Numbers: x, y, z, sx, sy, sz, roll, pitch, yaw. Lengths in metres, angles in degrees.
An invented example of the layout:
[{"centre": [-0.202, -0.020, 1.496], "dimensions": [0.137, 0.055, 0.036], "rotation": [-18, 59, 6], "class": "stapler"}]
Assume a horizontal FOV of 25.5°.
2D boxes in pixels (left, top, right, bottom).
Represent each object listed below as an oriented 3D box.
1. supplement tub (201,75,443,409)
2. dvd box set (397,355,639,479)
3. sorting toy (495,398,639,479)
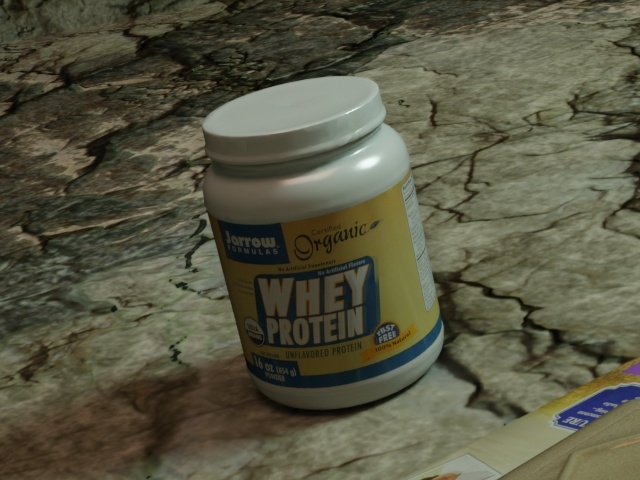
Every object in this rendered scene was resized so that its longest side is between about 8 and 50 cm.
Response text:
[{"centre": [0.000, 0.000, 0.977], "dimensions": [0.144, 0.199, 0.144], "rotation": [-12, 21, 4], "class": "supplement tub"}, {"centre": [0.163, 0.143, 0.648], "dimensions": [0.420, 0.062, 0.308], "rotation": [-23, 13, -25], "class": "dvd box set"}, {"centre": [0.162, 0.102, 0.581], "dimensions": [0.307, 0.041, 0.229], "rotation": [-25, 15, -31], "class": "sorting toy"}]
